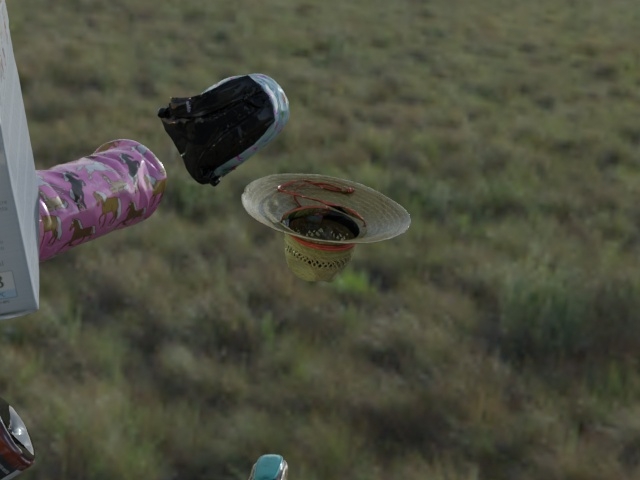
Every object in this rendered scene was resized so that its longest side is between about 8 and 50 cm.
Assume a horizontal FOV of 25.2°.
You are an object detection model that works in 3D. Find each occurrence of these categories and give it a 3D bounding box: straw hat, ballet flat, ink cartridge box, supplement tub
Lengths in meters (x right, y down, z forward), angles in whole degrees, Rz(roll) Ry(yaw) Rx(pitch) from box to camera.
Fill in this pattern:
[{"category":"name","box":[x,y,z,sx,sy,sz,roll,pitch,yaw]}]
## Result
[{"category":"straw hat","box":[0.000,0.000,1.141,0.144,0.061,0.144,8,23,-3]},{"category":"ballet flat","box":[-0.085,0.383,2.110,0.073,0.067,0.206,0,14,14]},{"category":"ink cartridge box","box":[-0.411,-0.143,1.716,0.091,0.385,0.308,-9,29,-5]},{"category":"supplement tub","box":[-0.463,0.284,1.780,0.198,0.106,0.106,-32,17,2]}]

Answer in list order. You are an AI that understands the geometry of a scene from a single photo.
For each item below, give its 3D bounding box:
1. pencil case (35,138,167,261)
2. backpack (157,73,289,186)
[{"category":"pencil case","box":[-0.413,-0.063,2.358,0.167,0.160,0.386,39,28,13]},{"category":"backpack","box":[-0.140,-0.188,2.217,0.182,0.152,0.115,-30,4,21]}]
